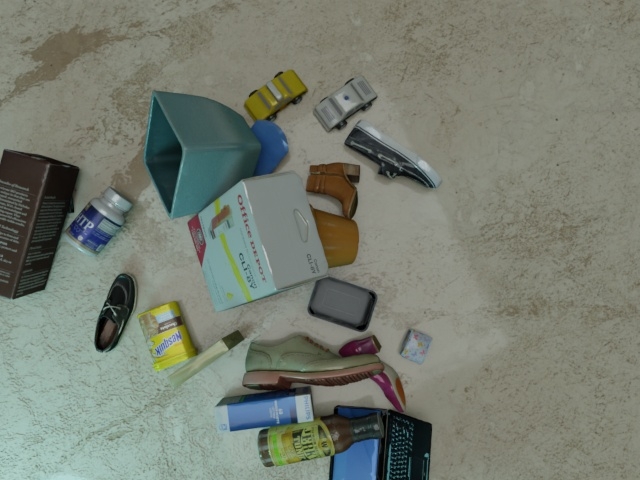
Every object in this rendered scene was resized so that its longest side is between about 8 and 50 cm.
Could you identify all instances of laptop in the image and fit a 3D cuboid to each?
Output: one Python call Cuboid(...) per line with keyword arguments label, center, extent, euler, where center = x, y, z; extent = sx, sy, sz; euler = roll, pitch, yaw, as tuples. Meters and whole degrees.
Cuboid(label="laptop", center=(0.162, 0.597, 1.584), extent=(0.137, 0.264, 0.234), euler=(6, 87, -36))

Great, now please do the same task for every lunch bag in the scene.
Cuboid(label="lunch bag", center=(0.272, 0.306, 1.645), extent=(0.071, 0.053, 0.083), euler=(22, 77, -1))

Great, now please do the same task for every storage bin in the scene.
Cuboid(label="storage bin", center=(0.061, 0.178, 1.636), extent=(0.180, 0.084, 0.122), euler=(18, 86, 0))

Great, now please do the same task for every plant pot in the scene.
Cuboid(label="plant pot", center=(-0.311, -0.240, 1.555), extent=(0.252, 0.247, 0.247), euler=(-11, 53, -32))
Cuboid(label="plant pot", center=(0.000, 0.000, 1.601), extent=(0.188, 0.205, 0.205), euler=(4, 87, -15))

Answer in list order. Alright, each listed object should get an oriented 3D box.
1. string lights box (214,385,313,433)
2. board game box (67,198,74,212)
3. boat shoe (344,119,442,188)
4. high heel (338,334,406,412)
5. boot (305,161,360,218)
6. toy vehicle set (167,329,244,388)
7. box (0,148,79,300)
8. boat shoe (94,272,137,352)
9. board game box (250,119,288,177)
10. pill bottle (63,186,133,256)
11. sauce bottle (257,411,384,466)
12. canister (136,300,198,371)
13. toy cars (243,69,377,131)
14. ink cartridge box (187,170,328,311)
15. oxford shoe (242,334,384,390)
Cuboid(label="string lights box", center=(-0.151, 0.467, 1.592), extent=(0.260, 0.133, 0.076), euler=(-7, 85, 0))
Cuboid(label="board game box", center=(-0.825, -0.131, 1.679), extent=(0.186, 0.026, 0.126), euler=(-8, 87, -1))
Cuboid(label="boat shoe", center=(0.205, -0.226, 1.649), extent=(0.301, 0.108, 0.102), euler=(36, 87, 4))
Cuboid(label="high heel", center=(0.151, 0.393, 1.637), extent=(0.117, 0.082, 0.244), euler=(-26, 98, 22))
Cuboid(label="boot", center=(0.032, -0.142, 1.639), extent=(0.153, 0.073, 0.197), euler=(2, 52, 7))
Cuboid(label="toy vehicle set", center=(-0.299, 0.312, 1.535), extent=(0.166, 0.267, 0.035), euler=(-35, 86, -1))
Cuboid(label="box", center=(-0.810, -0.046, 1.570), extent=(0.143, 0.191, 0.381), euler=(19, 93, -2))
Cuboid(label="boat shoe", center=(-0.587, 0.206, 1.636), extent=(0.084, 0.079, 0.233), euler=(16, 85, 2))
Cuboid(label="board game box", center=(-0.165, -0.267, 1.678), extent=(0.133, 0.033, 0.168), euler=(44, 109, 8))
Cuboid(label="pill bottle", center=(-0.628, -0.057, 1.632), extent=(0.112, 0.112, 0.186), euler=(38, 87, 2))
Cuboid(label="sauce bottle", center=(0.000, 0.539, 1.575), extent=(0.345, 0.111, 0.111), euler=(-16, 87, 9))
Cuboid(label="canister", center=(-0.439, 0.271, 1.634), extent=(0.126, 0.073, 0.169), euler=(-22, 85, -2))
Cuboid(label="toy cars", center=(-0.029, -0.416, 1.668), extent=(0.394, 0.087, 0.176), euler=(5, 87, 0))
Cuboid(label="ink cartridge box", center=(-0.176, 0.013, 1.485), extent=(0.160, 0.385, 0.279), euler=(-15, 85, -35))
Cuboid(label="oxford shoe", center=(-0.024, 0.327, 1.583), extent=(0.397, 0.140, 0.146), euler=(-5, 65, 7))
